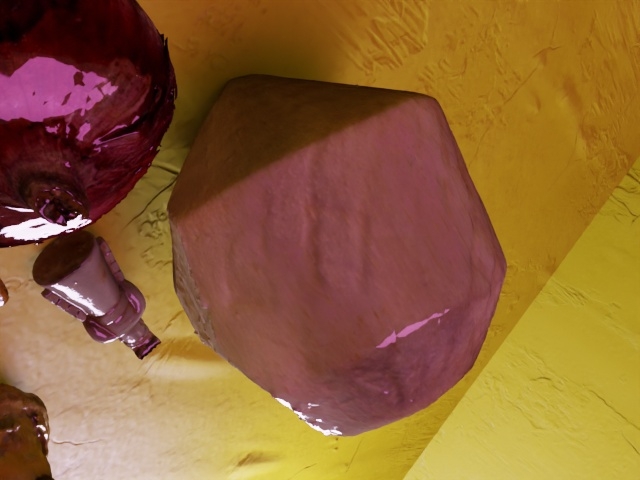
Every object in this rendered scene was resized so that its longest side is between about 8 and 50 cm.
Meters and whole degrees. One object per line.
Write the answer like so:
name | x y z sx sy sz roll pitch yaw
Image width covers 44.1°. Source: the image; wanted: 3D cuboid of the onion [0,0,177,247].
onion | -0.219 -0.094 0.580 0.252 0.219 0.252 -26 142 -22

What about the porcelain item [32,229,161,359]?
porcelain item | -0.241 0.070 0.893 0.084 0.054 0.213 -41 148 -13

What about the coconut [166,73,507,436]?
coconut | 0.000 0.000 0.884 0.344 0.415 0.415 -26 143 -22

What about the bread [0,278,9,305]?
bread | -0.375 0.064 0.670 0.211 0.083 0.114 -36 152 -26

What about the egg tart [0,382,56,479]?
egg tart | -0.366 0.287 0.822 0.294 0.123 0.294 -57 170 -16
